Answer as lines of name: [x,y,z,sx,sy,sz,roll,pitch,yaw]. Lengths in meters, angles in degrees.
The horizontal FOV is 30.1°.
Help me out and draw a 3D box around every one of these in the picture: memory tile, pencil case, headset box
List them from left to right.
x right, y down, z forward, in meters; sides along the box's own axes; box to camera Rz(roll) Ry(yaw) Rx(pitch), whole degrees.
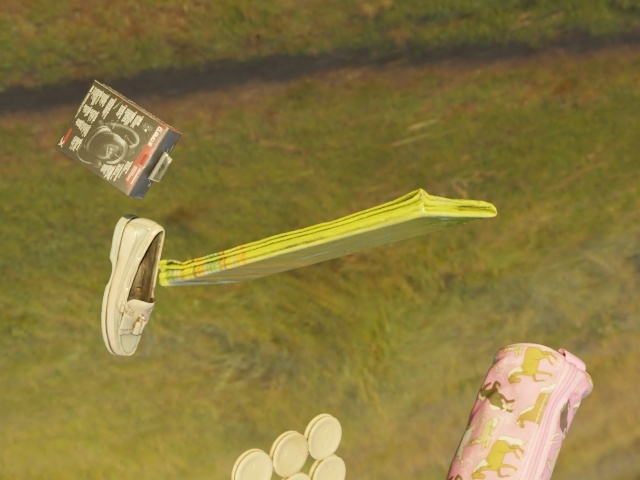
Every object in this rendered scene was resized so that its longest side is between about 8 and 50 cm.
headset box: [-0.154,-0.076,0.929,0.062,0.083,0.032,-59,167,5]
memory tile: [-0.021,0.219,0.958,0.113,0.148,0.012,-22,-155,-38]
pencil case: [0.269,0.329,1.718,0.167,0.386,0.160,8,143,27]

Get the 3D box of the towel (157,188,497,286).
towel: [0.000,0.000,0.857,0.237,0.021,0.102,-15,172,35]

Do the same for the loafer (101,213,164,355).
loafer: [-0.158,0.042,1.016,0.039,0.125,0.045,13,-166,26]
